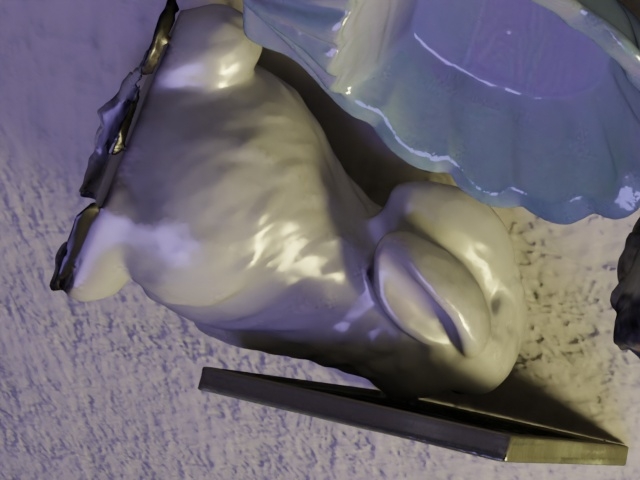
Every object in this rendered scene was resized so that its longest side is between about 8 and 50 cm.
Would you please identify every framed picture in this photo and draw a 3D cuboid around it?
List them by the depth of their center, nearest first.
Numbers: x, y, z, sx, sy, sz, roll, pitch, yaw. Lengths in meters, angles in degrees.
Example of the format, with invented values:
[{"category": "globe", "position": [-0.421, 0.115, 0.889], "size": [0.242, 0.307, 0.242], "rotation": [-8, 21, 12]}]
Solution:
[{"category": "framed picture", "position": [0.083, 0.136, 1.243], "size": [0.240, 0.020, 0.324], "rotation": [10, 177, 27]}]

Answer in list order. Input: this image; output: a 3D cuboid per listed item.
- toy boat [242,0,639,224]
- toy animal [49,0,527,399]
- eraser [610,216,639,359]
[{"category": "toy boat", "position": [0.094, -0.123, 1.007], "size": [0.290, 0.100, 0.199], "rotation": [23, 144, 8]}, {"category": "toy animal", "position": [0.000, 0.000, 1.175], "size": [0.357, 0.194, 0.258], "rotation": [23, 136, -11]}, {"category": "eraser", "position": [0.339, 0.011, 0.954], "size": [0.332, 0.155, 0.101], "rotation": [-9, 132, 40]}]
